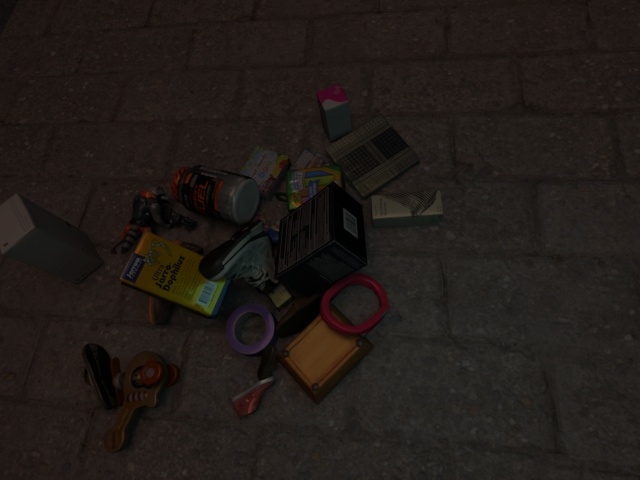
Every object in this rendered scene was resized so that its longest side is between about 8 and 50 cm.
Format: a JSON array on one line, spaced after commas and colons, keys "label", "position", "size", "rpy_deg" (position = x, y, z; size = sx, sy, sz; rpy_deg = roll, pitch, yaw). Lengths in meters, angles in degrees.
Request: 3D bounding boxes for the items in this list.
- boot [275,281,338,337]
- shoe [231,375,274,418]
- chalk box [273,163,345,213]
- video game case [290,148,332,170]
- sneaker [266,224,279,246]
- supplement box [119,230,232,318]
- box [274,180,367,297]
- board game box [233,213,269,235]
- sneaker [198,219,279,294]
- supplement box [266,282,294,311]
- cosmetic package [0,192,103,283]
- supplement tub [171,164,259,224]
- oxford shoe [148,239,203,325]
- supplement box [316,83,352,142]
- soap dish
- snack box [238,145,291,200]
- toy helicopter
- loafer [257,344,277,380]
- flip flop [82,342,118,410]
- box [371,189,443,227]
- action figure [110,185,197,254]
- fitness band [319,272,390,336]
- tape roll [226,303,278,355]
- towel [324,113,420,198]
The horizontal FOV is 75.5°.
[{"label": "boot", "position": [-0.065, 0.241, 1.580], "size": [0.305, 0.112, 0.115], "rpy_deg": [-41, 50, -15]}, {"label": "shoe", "position": [-0.230, 0.564, 1.482], "size": [0.177, 0.063, 0.081], "rpy_deg": [-31, 67, 1]}, {"label": "chalk box", "position": [-0.044, -0.179, 1.693], "size": [0.288, 0.180, 0.179], "rpy_deg": [-6, 72, 8]}, {"label": "video game case", "position": [-0.038, -0.319, 1.833], "size": [0.166, 0.015, 0.119], "rpy_deg": [35, 89, 21]}, {"label": "sneaker", "position": [-0.171, 0.005, 1.706], "size": [0.152, 0.058, 0.085], "rpy_deg": [32, 70, 24]}, {"label": "supplement box", "position": [-0.530, 0.138, 1.545], "size": [0.356, 0.194, 0.196], "rpy_deg": [27, 71, -19]}, {"label": "box", "position": [0.000, 0.000, 1.505], "size": [0.293, 0.182, 0.297], "rpy_deg": [-32, 39, 32]}, {"label": "board game box", "position": [-0.302, -0.049, 1.750], "size": [0.133, 0.033, 0.169], "rpy_deg": [32, 75, 33]}, {"label": "sneaker", "position": [-0.247, 0.098, 1.487], "size": [0.169, 0.447, 0.258], "rpy_deg": [-27, 100, 18]}, {"label": "supplement box", "position": [-0.158, 0.217, 1.617], "size": [0.083, 0.056, 0.083], "rpy_deg": [-38, 67, -8]}, {"label": "cosmetic package", "position": [-1.105, 0.005, 1.681], "size": [0.156, 0.385, 0.217], "rpy_deg": [-40, 67, -8]}, {"label": "supplement tub", "position": [-0.447, -0.200, 1.750], "size": [0.337, 0.207, 0.207], "rpy_deg": [15, 70, 21]}, {"label": "oxford shoe", "position": [-0.582, 0.171, 1.670], "size": [0.132, 0.130, 0.365], "rpy_deg": [11, 69, 7]}, {"label": "supplement box", "position": [0.063, -0.554, 1.816], "size": [0.113, 0.220, 0.111], "rpy_deg": [-23, 66, 0]}, {"label": "soap dish", "position": [0.011, 0.394, 1.481], "size": [0.290, 0.118, 0.229], "rpy_deg": [-42, 67, -11]}, {"label": "snack box", "position": [-0.255, -0.301, 1.844], "size": [0.174, 0.070, 0.207], "rpy_deg": [23, 72, 17]}, {"label": "toy helicopter", "position": [-0.697, 0.579, 1.512], "size": [0.234, 0.140, 0.356], "rpy_deg": [15, 73, 17]}, {"label": "loafer", "position": [-0.188, 0.441, 1.505], "size": [0.056, 0.050, 0.148], "rpy_deg": [44, 118, 45]}, {"label": "flip flop", "position": [-0.858, 0.524, 1.586], "size": [0.080, 0.112, 0.277], "rpy_deg": [-33, 71, 10]}, {"label": "box", "position": [0.342, -0.125, 1.658], "size": [0.274, 0.094, 0.113], "rpy_deg": [-5, 68, 7]}, {"label": "action figure", "position": [-0.723, -0.080, 1.775], "size": [0.340, 0.178, 0.331], "rpy_deg": [9, 79, 15]}, {"label": "fitness band", "position": [0.127, 0.229, 1.495], "size": [0.209, 0.054, 0.290], "rpy_deg": [37, 45, 22]}, {"label": "tape roll", "position": [-0.256, 0.340, 1.569], "size": [0.188, 0.080, 0.189], "rpy_deg": [-3, 68, 7]}, {"label": "towel", "position": [0.221, -0.369, 1.814], "size": [0.324, 0.056, 0.312], "rpy_deg": [-32, 69, -7]}]
